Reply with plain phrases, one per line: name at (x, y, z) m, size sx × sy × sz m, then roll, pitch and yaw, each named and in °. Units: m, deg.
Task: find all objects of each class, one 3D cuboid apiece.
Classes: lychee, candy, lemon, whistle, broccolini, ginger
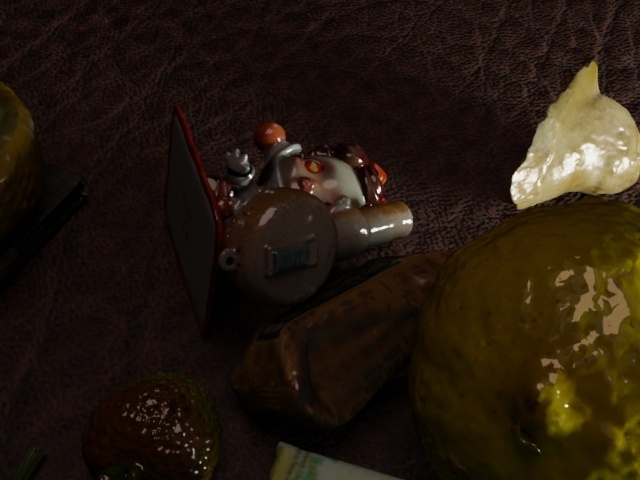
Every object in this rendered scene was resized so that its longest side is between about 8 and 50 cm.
lychee at (-0.137, 0.165, 0.851) m, size 0.114 × 0.114 × 0.146 m, roll 12°, pitch 23°, yaw 8°
candy at (0.042, 0.076, 0.952) m, size 0.271 × 0.101 × 0.143 m, roll -34°, pitch 12°, yaw -31°
lemon at (0.204, 0.098, 0.829) m, size 0.268 × 0.268 × 0.322 m, roll 20°, pitch 20°, yaw 15°
candy at (-0.401, -0.071, 1.013) m, size 0.260 × 0.118 × 0.260 m, roll 1°, pitch 45°, yaw -1°
whistle at (0.000, 0.000, 0.939) m, size 0.220 × 0.107 × 0.057 m, roll -13°, pitch 21°, yaw -41°
broccolini at (-0.263, 0.248, 0.811) m, size 0.044 × 0.042 × 0.218 m, roll 14°, pitch 44°, yaw 8°
ginger at (0.282, -0.083, 1.138) m, size 0.122 × 0.115 × 0.193 m, roll 38°, pitch 64°, yaw 9°

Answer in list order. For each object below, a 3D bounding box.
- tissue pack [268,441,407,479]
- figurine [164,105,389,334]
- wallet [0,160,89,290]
tissue pack at (0.110, 0.326, 0.672) m, size 0.388 × 0.162 × 0.287 m, roll 14°, pitch 45°, yaw 11°
figurine at (-0.025, -0.030, 1.039) m, size 0.226 × 0.160 × 0.183 m, roll -6°, pitch 46°, yaw -20°
wallet at (-0.385, 0.012, 1.030) m, size 0.169 × 0.044 × 0.317 m, roll 18°, pitch 45°, yaw 17°
